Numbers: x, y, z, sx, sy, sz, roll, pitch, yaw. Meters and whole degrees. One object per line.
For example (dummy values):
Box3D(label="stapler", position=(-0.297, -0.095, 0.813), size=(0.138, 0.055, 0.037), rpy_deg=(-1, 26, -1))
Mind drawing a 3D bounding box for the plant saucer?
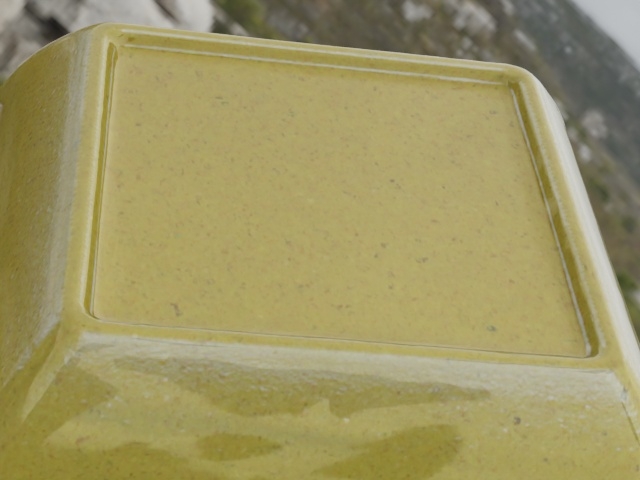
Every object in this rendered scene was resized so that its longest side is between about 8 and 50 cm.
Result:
Box3D(label="plant saucer", position=(0.000, 0.000, 0.683), size=(0.332, 0.081, 0.333), rpy_deg=(5, 39, -10))
